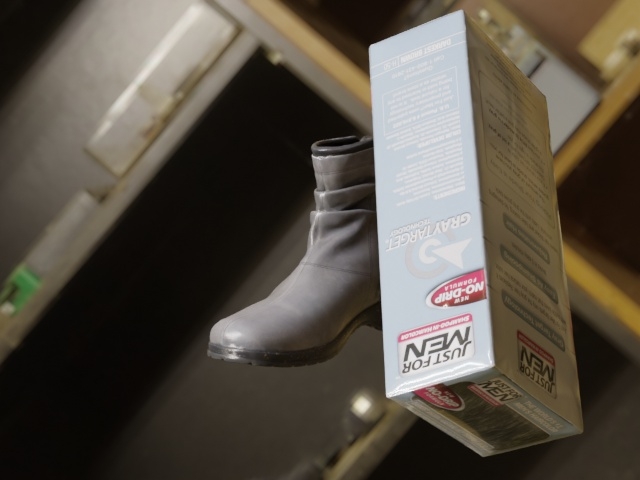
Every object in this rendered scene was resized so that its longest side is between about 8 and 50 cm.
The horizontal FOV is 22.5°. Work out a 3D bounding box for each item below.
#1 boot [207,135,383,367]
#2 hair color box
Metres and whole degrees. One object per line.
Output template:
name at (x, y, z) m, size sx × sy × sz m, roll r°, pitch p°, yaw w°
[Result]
boot at (0.000, 0.000, 1.733) m, size 0.338 × 0.118 × 0.222 m, roll -20°, pitch -65°, yaw -51°
hair color box at (0.144, -0.006, 1.523) m, size 0.114 × 0.185 × 0.374 m, roll -19°, pitch 57°, yaw 28°
